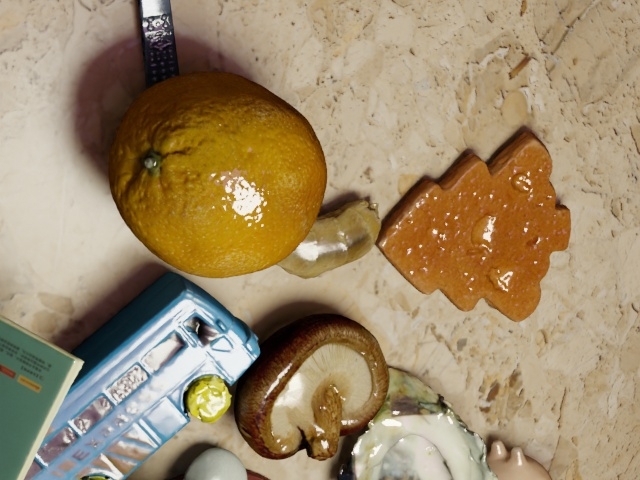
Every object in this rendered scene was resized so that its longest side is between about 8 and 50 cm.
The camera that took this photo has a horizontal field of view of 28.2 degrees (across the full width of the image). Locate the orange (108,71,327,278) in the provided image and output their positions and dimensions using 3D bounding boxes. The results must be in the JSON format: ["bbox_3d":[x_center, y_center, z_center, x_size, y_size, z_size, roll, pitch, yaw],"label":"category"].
[{"bbox_3d":[-0.123,-0.080,1.501,0.264,0.264,0.264,-8,110,-22],"label":"orange"}]

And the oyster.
[{"bbox_3d":[0.137,0.351,1.843,0.238,0.115,0.351,-13,103,5],"label":"oyster"}]

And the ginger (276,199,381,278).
[{"bbox_3d":[-0.001,-0.002,1.691,0.190,0.069,0.095,-18,92,-18],"label":"ginger"}]

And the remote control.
[{"bbox_3d":[-0.196,-0.239,1.545,0.043,0.027,0.152,-15,115,-26],"label":"remote control"}]

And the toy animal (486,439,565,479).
[{"bbox_3d":[0.300,0.419,1.923,0.149,0.165,0.248,-12,103,-23],"label":"toy animal"}]

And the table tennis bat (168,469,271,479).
[{"bbox_3d":[-0.211,0.444,1.763,0.414,0.051,0.268,1,105,-27],"label":"table tennis bat"}]

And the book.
[{"bbox_3d":[-0.471,0.244,1.497,0.264,0.031,0.379,29,97,10],"label":"book"}]

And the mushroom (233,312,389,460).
[{"bbox_3d":[-0.020,0.193,1.722,0.231,0.138,0.194,-7,97,-34],"label":"mushroom"}]

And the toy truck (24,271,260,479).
[{"bbox_3d":[-0.258,0.208,1.598,0.385,0.161,0.162,-40,110,-6],"label":"toy truck"}]

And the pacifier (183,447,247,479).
[{"bbox_3d":[-0.141,0.371,1.676,0.227,0.207,0.279,-21,123,33],"label":"pacifier"}]

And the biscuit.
[{"bbox_3d":[0.216,-0.013,1.800,0.306,0.043,0.284,-3,110,-21],"label":"biscuit"}]
